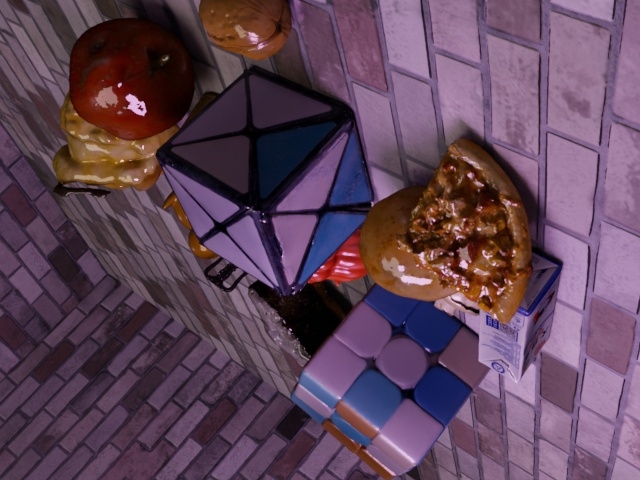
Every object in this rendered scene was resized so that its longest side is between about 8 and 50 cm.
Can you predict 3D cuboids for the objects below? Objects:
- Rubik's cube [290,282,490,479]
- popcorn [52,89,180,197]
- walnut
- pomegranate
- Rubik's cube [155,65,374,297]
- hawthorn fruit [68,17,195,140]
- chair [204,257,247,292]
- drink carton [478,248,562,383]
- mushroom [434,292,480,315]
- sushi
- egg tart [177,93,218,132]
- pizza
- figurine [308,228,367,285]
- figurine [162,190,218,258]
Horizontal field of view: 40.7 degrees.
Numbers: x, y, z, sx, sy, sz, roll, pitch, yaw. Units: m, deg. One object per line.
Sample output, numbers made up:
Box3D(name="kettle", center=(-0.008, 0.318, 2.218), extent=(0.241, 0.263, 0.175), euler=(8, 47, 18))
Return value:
Box3D(name="Rubik's cube", center=(0.168, 0.338, 2.123), extent=(0.347, 0.347, 0.344), euler=(38, 160, 7))
Box3D(name="popcorn", center=(-0.536, -0.255, 2.186), extent=(0.349, 0.381, 0.349), euler=(39, 175, 4))
Box3D(name="walnut", center=(-0.134, -0.394, 1.511), extent=(0.180, 0.144, 0.144), euler=(26, 154, 46))
Box3D(name="pomegranate", center=(0.186, 0.004, 1.633), extent=(0.233, 0.233, 0.233), euler=(35, 158, 16))
Box3D(name="Rubik's cube", center=(-0.098, -0.123, 1.763), extent=(0.310, 0.305, 0.307), euler=(31, 154, 33))
Box3D(name="hawthorn fruit", center=(-0.404, -0.358, 1.885), extent=(0.300, 0.275, 0.275), euler=(-9, 127, 48))
Box3D(name="chair", center=(-0.221, 0.066, 2.432), extent=(0.106, 0.229, 0.113), euler=(35, 155, 18))
Box3D(name="drink carton", center=(0.381, 0.146, 1.680), extent=(0.107, 0.130, 0.315), euler=(32, 158, 25))
Box3D(name="mushroom", center=(0.276, 0.093, 1.765), extent=(0.154, 0.122, 0.154), euler=(30, -166, -8))
Box3D(name="sushi", center=(-0.056, 0.212, 2.472), extent=(0.348, 0.207, 0.234), euler=(54, 163, -21))
Box3D(name="egg tart", center=(-0.251, -0.225, 2.028), extent=(0.203, 0.147, 0.202), euler=(37, 161, 15))
Box3D(name="pizza", center=(0.243, -0.005, 1.477), extent=(0.086, 0.226, 0.335), euler=(-66, -38, -75))
Box3D(name="figurine", center=(-0.001, 0.006, 1.980), extent=(0.257, 0.181, 0.208), euler=(34, 180, 19))
Box3D(name="figurine", center=(-0.317, -0.074, 2.364), extent=(0.228, 0.215, 0.215), euler=(45, 159, -4))
